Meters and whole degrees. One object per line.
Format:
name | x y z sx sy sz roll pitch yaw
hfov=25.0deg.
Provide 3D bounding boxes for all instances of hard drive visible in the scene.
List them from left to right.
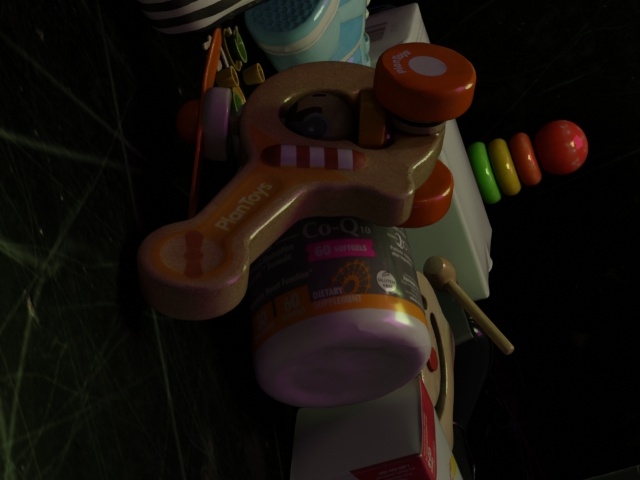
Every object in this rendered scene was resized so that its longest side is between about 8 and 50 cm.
hard drive | 0.116 0.111 1.747 0.022 0.135 0.094 46 22 -49

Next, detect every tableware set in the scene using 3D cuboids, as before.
tableware set | -0.085 -0.175 1.528 0.154 0.024 0.104 -63 135 -74

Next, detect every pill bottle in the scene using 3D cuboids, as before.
pill bottle | 0.000 0.000 1.327 0.162 0.162 0.278 54 21 -57

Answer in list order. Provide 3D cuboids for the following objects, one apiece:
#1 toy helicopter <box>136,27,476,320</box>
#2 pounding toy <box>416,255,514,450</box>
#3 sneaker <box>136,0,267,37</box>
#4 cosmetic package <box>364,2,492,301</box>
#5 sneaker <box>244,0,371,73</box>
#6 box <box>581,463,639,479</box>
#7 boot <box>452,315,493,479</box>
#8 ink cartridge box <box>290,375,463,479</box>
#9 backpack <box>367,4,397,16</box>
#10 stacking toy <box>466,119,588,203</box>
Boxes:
toy helicopter | -0.043 -0.056 1.152 0.355 0.235 0.140 -47 153 -46
pounding toy | 0.121 0.117 1.620 0.154 0.155 0.269 48 38 -50
sneaker | -0.138 -0.365 1.320 0.257 0.169 0.447 72 16 -51
cosmetic package | 0.117 -0.109 2.016 0.217 0.156 0.385 -72 146 -63
sneaker | 0.024 -0.306 1.799 0.319 0.127 0.208 -58 149 -24
box | 0.267 0.412 1.590 0.343 0.312 0.179 54 22 -56
boot | 0.164 0.236 1.759 0.207 0.094 0.246 -94 -168 -54
ink cartridge box | 0.063 0.243 1.340 0.127 0.128 0.176 -86 156 -60
backpack | 0.086 -0.319 2.299 0.101 0.120 0.098 39 34 -70
stacking toy | 0.278 -0.109 2.360 0.141 0.330 0.141 -17 90 -79
